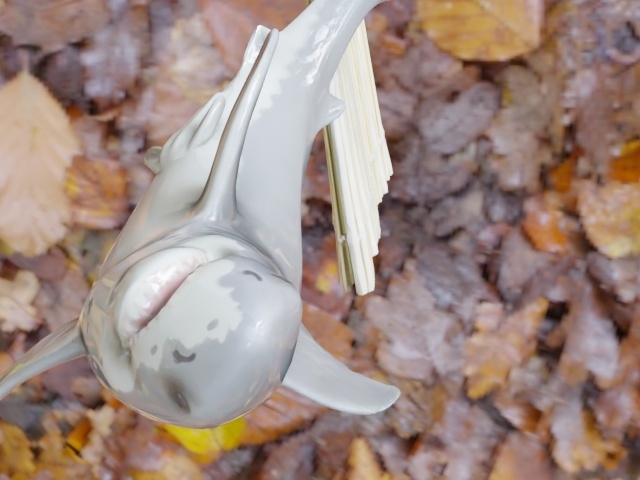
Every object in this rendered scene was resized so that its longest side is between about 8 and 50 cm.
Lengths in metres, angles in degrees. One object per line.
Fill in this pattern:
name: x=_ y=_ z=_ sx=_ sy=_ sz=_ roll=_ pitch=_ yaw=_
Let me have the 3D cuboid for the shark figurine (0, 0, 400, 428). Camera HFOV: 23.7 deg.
shark figurine: x=-0.003 y=-0.006 z=0.498 sx=0.116 sy=0.166 sz=0.278 roll=39 pitch=41 yaw=-12

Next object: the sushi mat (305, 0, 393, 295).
sushi mat: x=-0.003 y=-0.147 z=0.611 sx=0.019 sy=0.151 sz=0.316 roll=-6 pitch=114 yaw=8
